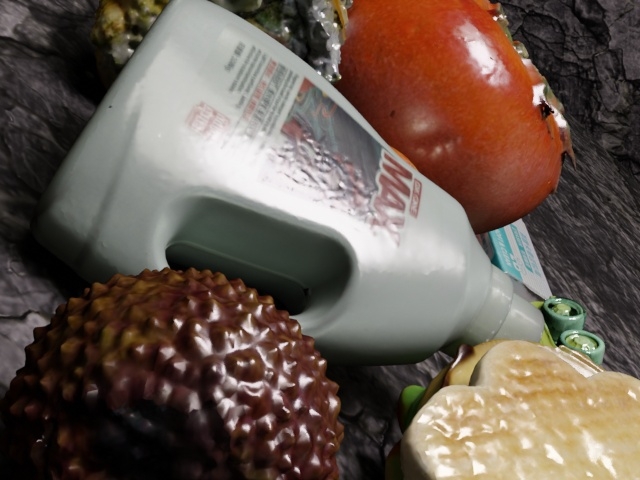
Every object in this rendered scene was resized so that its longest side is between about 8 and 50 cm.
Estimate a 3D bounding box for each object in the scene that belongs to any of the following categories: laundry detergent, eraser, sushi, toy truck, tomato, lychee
[{"bbox_3d":[0.000,0.000,0.766,0.397,0.124,0.264,32,51,-12],"label":"laundry detergent"},{"bbox_3d":[0.243,0.014,1.282,0.095,0.052,0.225,30,28,-21],"label":"eraser"},{"bbox_3d":[-0.077,-0.204,0.909,0.139,0.274,0.184,-105,170,-63],"label":"sushi"},{"bbox_3d":[0.211,0.163,0.934,0.135,0.128,0.259,2,26,-6],"label":"toy truck"},{"bbox_3d":[0.121,-0.150,1.115,0.341,0.272,0.341,51,18,-24],"label":"tomato"},{"bbox_3d":[-0.076,0.096,0.524,0.188,0.188,0.188,34,26,-19],"label":"lychee"}]

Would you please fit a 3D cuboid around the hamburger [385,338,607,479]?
[{"bbox_3d":[0.151,0.194,0.726,0.237,0.149,0.237,16,44,-15],"label":"hamburger"}]

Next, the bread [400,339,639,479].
[{"bbox_3d":[0.179,0.197,0.585,0.316,0.054,0.316,18,40,-16],"label":"bread"}]

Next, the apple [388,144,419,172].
[{"bbox_3d":[0.033,-0.033,0.933,0.146,0.146,0.146,34,26,-19],"label":"apple"}]
